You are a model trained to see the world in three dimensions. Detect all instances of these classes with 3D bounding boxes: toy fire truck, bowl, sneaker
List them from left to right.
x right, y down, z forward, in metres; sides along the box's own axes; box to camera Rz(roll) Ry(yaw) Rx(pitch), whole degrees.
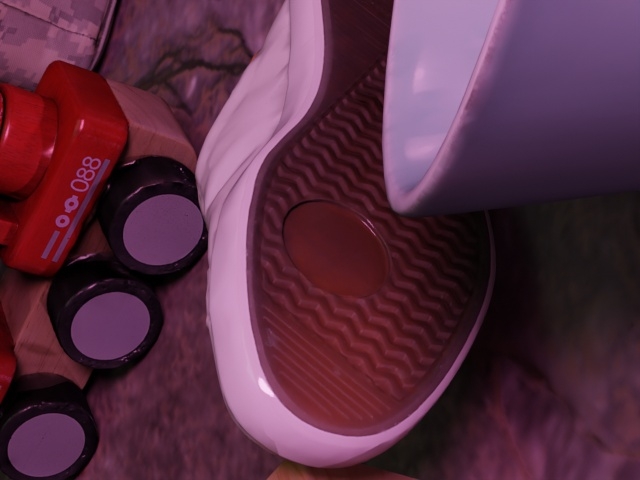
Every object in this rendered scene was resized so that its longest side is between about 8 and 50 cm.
[{"bbox_3d":[-0.203,0.007,0.925,0.217,0.246,0.158,-60,32,19],"label":"toy fire truck"},{"bbox_3d":[0.000,0.000,0.737,0.123,0.106,0.290,-54,16,37],"label":"sneaker"},{"bbox_3d":[0.127,-0.144,0.501,0.311,0.163,0.311,-170,90,-84],"label":"bowl"}]

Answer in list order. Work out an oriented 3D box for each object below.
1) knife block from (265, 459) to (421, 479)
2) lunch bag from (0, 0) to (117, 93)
[{"bbox_3d":[0.012,0.209,0.624,0.275,0.088,0.242,-49,36,32],"label":"knife block"},{"bbox_3d":[-0.259,-0.256,1.151,0.212,0.256,0.305,-2,72,58],"label":"lunch bag"}]
